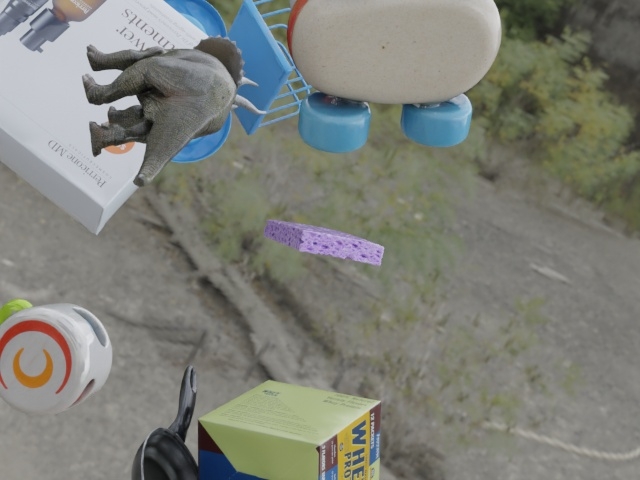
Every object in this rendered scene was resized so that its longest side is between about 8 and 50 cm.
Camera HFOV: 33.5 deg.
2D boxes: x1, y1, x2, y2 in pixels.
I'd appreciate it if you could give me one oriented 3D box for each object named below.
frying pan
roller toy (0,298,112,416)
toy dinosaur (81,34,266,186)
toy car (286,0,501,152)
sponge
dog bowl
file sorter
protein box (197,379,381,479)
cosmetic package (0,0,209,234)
[{"bbox_3d":[-0.219,0.302,1.500,0.197,0.053,0.326,49,24,-57],"label":"frying pan"},{"bbox_3d":[-0.476,0.211,1.893,0.191,0.210,0.146,5,2,12],"label":"roller toy"},{"bbox_3d":[-0.145,-0.145,1.047,0.160,0.121,0.313,-12,16,1],"label":"toy dinosaur"},{"bbox_3d":[0.053,-0.243,1.091,0.210,0.219,0.238,-5,36,-15],"label":"toy car"},{"bbox_3d":[0.000,0.000,1.496,0.117,0.031,0.210,10,3,-17],"label":"sponge"},{"bbox_3d":[-0.246,-0.277,1.854,0.165,0.297,0.074,-2,-4,-13],"label":"dog bowl"},{"bbox_3d":[-0.063,-0.251,1.494,0.104,0.170,0.118,-22,76,-30],"label":"file sorter"},{"bbox_3d":[-0.042,0.310,1.552,0.199,0.136,0.201,7,12,26],"label":"protein box"},{"bbox_3d":[-0.335,-0.232,1.335,0.377,0.284,0.097,38,-27,-1],"label":"cosmetic package"}]
